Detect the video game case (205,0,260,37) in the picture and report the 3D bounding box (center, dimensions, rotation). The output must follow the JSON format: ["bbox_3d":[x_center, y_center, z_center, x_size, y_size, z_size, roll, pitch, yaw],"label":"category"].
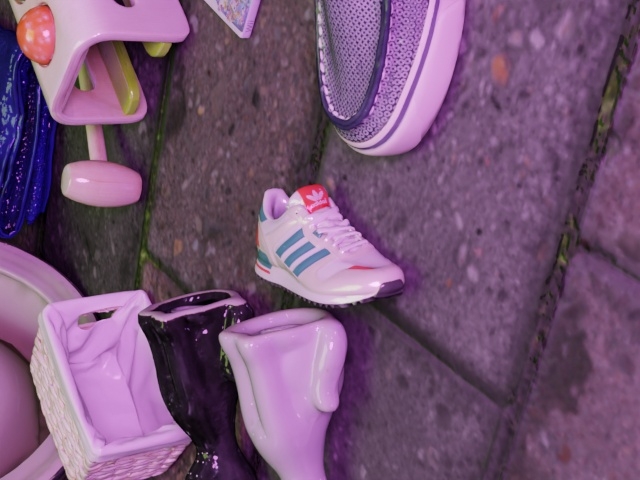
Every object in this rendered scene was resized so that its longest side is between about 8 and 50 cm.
[{"bbox_3d":[-0.066,-0.241,0.904,0.087,0.011,0.122,49,132,38],"label":"video game case"}]

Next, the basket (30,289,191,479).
[{"bbox_3d":[-0.204,0.148,1.064,0.167,0.113,0.103,63,143,27],"label":"basket"}]

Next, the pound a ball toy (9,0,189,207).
[{"bbox_3d":[-0.252,-0.211,1.061,0.208,0.136,0.319,-51,54,44],"label":"pound a ball toy"}]

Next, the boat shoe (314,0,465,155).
[{"bbox_3d":[0.001,-0.221,0.687,0.127,0.158,0.340,17,108,52],"label":"boat shoe"}]

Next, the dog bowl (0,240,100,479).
[{"bbox_3d":[-0.431,0.178,1.159,0.408,0.408,0.150,55,147,34],"label":"dog bowl"}]

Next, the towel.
[{"bbox_3d":[-0.402,-0.154,1.339,0.308,0.076,0.227,30,111,49],"label":"towel"}]

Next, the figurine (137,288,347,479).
[{"bbox_3d":[-0.050,0.157,0.885,0.215,0.092,0.209,6,108,54],"label":"figurine"}]

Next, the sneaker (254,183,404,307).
[{"bbox_3d":[0.000,0.000,0.804,0.161,0.057,0.075,16,113,55],"label":"sneaker"}]
